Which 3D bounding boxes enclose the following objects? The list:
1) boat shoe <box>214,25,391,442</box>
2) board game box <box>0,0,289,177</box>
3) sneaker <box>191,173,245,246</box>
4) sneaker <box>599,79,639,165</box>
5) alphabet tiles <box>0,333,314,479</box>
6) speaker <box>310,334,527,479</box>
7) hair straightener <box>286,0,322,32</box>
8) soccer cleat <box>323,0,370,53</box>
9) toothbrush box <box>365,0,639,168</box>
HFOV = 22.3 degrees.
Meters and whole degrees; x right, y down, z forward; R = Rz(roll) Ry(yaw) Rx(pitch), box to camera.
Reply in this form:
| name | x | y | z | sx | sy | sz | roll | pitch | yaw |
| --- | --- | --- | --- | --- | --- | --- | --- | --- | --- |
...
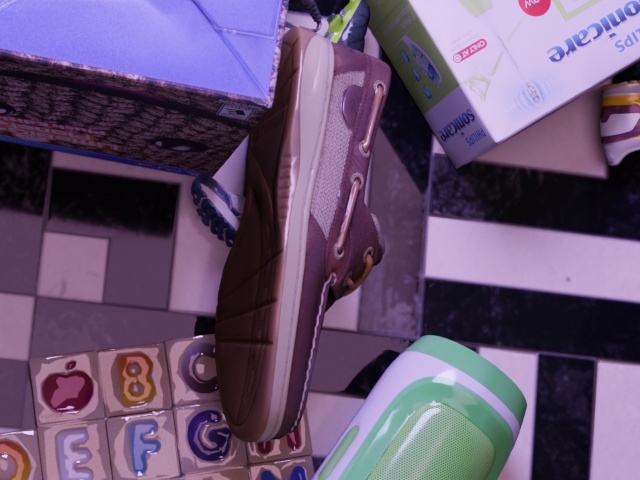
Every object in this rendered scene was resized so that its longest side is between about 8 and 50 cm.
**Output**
| name | x | y | z | sx | sy | sz | roll | pitch | yaw |
| --- | --- | --- | --- | --- | --- | --- | --- | --- | --- |
| boat shoe | 0.000 | 0.000 | 1.321 | 0.123 | 0.123 | 0.342 | 14 | 72 | -24 |
| board game box | -0.163 | -0.159 | 1.259 | 0.232 | 0.291 | 0.141 | 10 | 80 | -10 |
| sneaker | -0.052 | -0.015 | 1.391 | 0.135 | 0.052 | 0.058 | 43 | 70 | -13 |
| sneaker | 0.343 | -0.104 | 1.487 | 0.185 | 0.069 | 0.084 | 0 | 93 | -9 |
| alphabet tiles | -0.136 | 0.255 | 1.344 | 0.285 | 0.011 | 0.342 | -7 | 82 | -13 |
| speaker | 0.047 | 0.226 | 1.324 | 0.131 | 0.131 | 0.296 | 37 | 72 | -5 |
| hair straightener | -0.040 | -0.277 | 1.420 | 0.047 | 0.089 | 0.230 | 1 | 66 | -40 |
| soccer cleat | 0.013 | -0.124 | 1.419 | 0.072 | 0.060 | 0.179 | 24 | 83 | -18 |
| toothbrush box | 0.145 | -0.241 | 1.431 | 0.206 | 0.122 | 0.283 | -30 | 90 | -15 |
